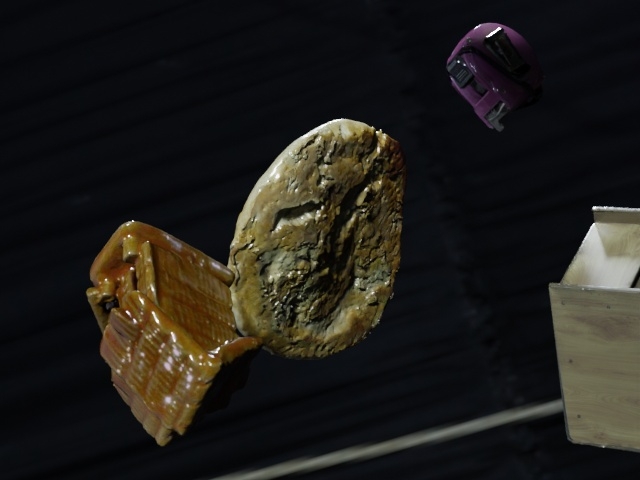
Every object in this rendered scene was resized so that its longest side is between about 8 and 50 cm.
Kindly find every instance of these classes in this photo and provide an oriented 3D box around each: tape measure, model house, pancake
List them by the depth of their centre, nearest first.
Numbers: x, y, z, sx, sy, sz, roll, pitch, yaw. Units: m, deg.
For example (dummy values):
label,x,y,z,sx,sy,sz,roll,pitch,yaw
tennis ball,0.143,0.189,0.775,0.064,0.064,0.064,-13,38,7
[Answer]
label,x,y,z,sx,sy,sz,roll,pitch,yaw
model house,-0.181,0.131,1.772,0.219,0.199,0.229,21,35,-30
tape measure,0.224,-0.213,1.901,0.125,0.074,0.118,47,48,2
pancake,0.002,0.001,2.071,0.065,0.356,0.356,25,-26,38

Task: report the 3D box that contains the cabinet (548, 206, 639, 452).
label,x,y,z,sx,sy,sz,roll,pitch,yaw
cabinet,0.352,0.097,1.672,0.175,0.148,0.215,-52,138,-48
